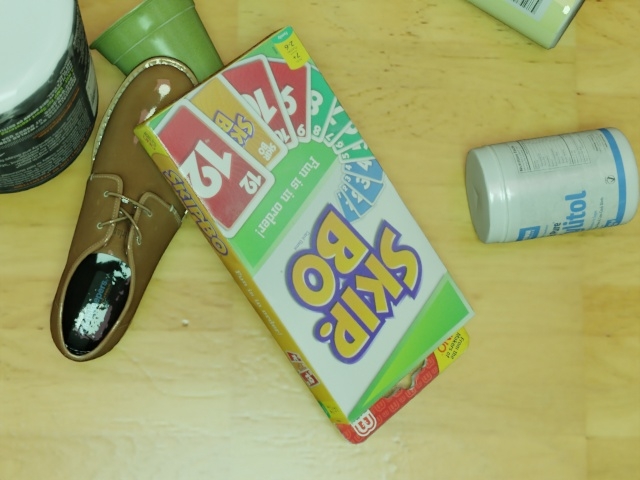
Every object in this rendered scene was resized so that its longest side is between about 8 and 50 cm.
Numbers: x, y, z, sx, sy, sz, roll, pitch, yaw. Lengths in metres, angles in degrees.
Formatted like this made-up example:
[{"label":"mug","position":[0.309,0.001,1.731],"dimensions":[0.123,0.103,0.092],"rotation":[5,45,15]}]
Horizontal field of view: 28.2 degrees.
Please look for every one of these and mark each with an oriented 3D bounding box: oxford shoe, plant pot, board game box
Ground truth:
[{"label":"oxford shoe","position":[-0.124,-0.018,0.835],"dimensions":[0.076,0.076,0.212],"rotation":[16,93,-8]},{"label":"plant pot","position":[-0.103,-0.126,0.882],"dimensions":[0.083,0.083,0.079],"rotation":[-38,99,-9]},{"label":"board game box","position":[0.000,0.000,0.844],"dimensions":[0.124,0.039,0.259],"rotation":[-38,104,-23]}]

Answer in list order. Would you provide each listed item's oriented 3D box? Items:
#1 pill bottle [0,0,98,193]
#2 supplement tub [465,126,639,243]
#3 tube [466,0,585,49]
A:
[{"label":"pill bottle","position":[-0.204,-0.102,0.779],"dimensions":[0.130,0.246,0.131],"rotation":[1,80,-6]},{"label":"supplement tub","position":[0.161,-0.038,0.886],"dimensions":[0.107,0.071,0.071],"rotation":[-10,82,-5]},{"label":"tube","position":[0.083,-0.227,0.921],"dimensions":[0.240,0.062,0.070],"rotation":[33,36,6]}]
